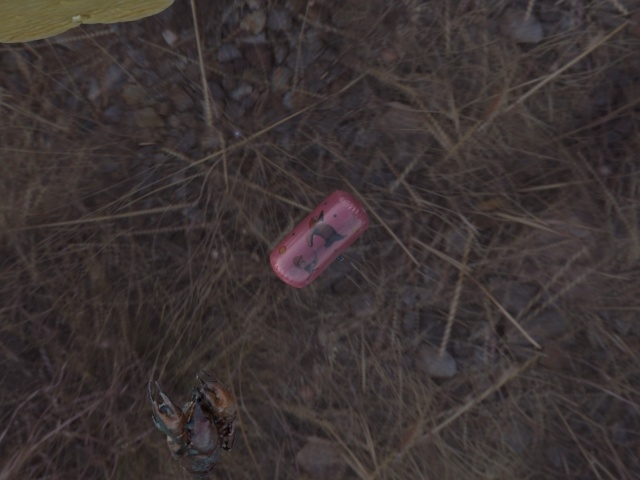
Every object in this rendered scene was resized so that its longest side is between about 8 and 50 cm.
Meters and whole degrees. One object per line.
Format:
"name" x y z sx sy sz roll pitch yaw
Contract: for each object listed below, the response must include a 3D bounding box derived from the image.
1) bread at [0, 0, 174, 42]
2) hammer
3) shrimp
"bread" -0.181 -0.181 0.688 0.251 0.182 0.038 -13 94 -4
"hammer" 0.000 0.000 0.736 0.043 0.043 0.083 44 94 -8
"shrimp" -0.058 0.088 0.473 0.038 0.092 0.029 -24 61 -10
